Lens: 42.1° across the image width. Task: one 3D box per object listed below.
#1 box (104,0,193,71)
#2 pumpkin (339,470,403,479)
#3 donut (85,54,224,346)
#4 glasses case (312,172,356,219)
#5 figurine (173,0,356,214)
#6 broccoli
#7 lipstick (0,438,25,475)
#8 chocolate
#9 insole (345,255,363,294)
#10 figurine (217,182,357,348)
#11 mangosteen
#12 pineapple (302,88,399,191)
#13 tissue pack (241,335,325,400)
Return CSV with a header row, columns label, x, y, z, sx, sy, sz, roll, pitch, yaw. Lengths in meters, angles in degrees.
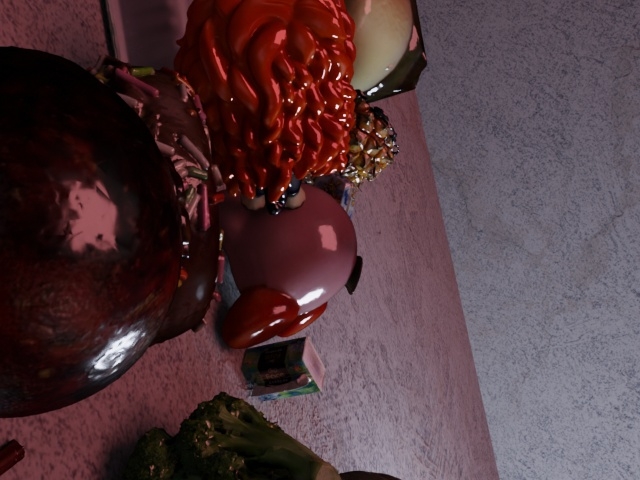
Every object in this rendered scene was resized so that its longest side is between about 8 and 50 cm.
label,x,y,z,sx,sy,sz,roll,pitch,yaw
box,-0.217,-0.319,1.283,0.264,0.106,0.337,6,71,-69
pumpkin,0.045,0.490,1.211,0.257,0.291,0.327,43,17,23
donut,-0.197,-0.059,0.961,0.259,0.136,0.345,138,-59,-62
glasses case,0.000,0.000,1.508,0.065,0.087,0.248,3,106,-52
figurine,-0.069,-0.196,1.143,0.412,0.241,0.306,103,-1,-86
broccoli,-0.087,0.328,0.977,0.307,0.275,0.308,13,70,-40
lipstick,-0.321,0.224,0.742,0.176,0.027,0.027,-37,112,-70
chocolate,0.018,-0.460,1.764,0.297,0.314,0.326,0,80,-61
insole,0.044,0.046,1.466,0.253,0.005,0.086,-148,-105,-80
figurine,-0.041,0.027,1.369,0.269,0.211,0.262,7,70,-70
mangosteen,-0.289,-0.002,0.685,0.306,0.359,0.306,172,-90,-75
pineapple,-0.013,-0.131,1.628,0.272,0.262,0.262,-58,135,-33
tissue pack,-0.060,0.215,1.337,0.079,0.111,0.085,-77,147,-50
